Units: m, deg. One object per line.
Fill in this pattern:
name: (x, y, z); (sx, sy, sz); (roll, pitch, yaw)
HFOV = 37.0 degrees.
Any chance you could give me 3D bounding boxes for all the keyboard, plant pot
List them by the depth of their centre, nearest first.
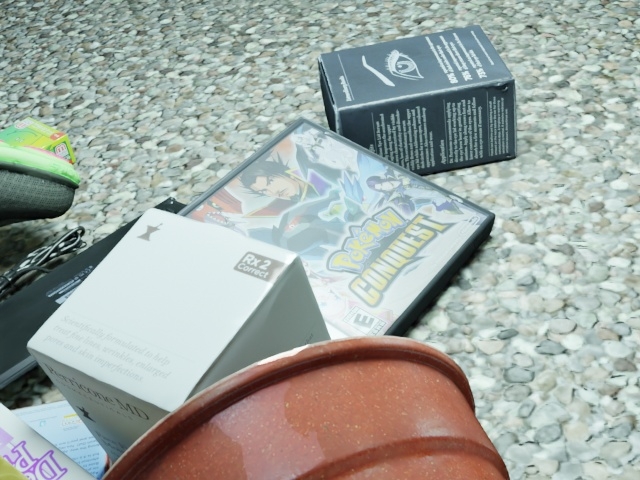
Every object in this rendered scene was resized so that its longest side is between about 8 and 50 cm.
plant pot: (0.035, 0.237, 0.497); (0.272, 0.272, 0.265); (-22, 45, -16)
keyboard: (-0.258, 0.047, 0.976); (0.317, 0.033, 0.201); (-35, 36, -29)

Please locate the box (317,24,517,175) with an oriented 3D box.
box: (0.111, -0.160, 1.127); (0.207, 0.108, 0.153); (-10, 36, 0)

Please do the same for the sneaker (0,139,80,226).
sneaker: (-0.473, 0.019, 0.968); (0.483, 0.202, 0.185); (-21, 11, -27)

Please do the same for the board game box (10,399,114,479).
board game box: (-0.311, 0.210, 0.790); (0.281, 0.027, 0.145); (-11, 36, -2)

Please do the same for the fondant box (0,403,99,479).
fondant box: (-0.322, 0.212, 0.691); (0.330, 0.096, 0.238); (27, 54, 30)

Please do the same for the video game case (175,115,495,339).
video game case: (0.000, 0.000, 0.944); (0.248, 0.035, 0.275); (29, 49, 21)

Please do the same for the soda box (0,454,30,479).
soda box: (-0.211, 0.175, 0.602); (0.181, 0.058, 0.061); (26, 54, 31)

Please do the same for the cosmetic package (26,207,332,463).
cosmetic package: (-0.090, 0.101, 0.735); (0.151, 0.183, 0.151); (16, 55, 32)

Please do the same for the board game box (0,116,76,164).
board game box: (-0.412, -0.087, 1.203); (0.092, 0.043, 0.181); (25, 48, 38)
